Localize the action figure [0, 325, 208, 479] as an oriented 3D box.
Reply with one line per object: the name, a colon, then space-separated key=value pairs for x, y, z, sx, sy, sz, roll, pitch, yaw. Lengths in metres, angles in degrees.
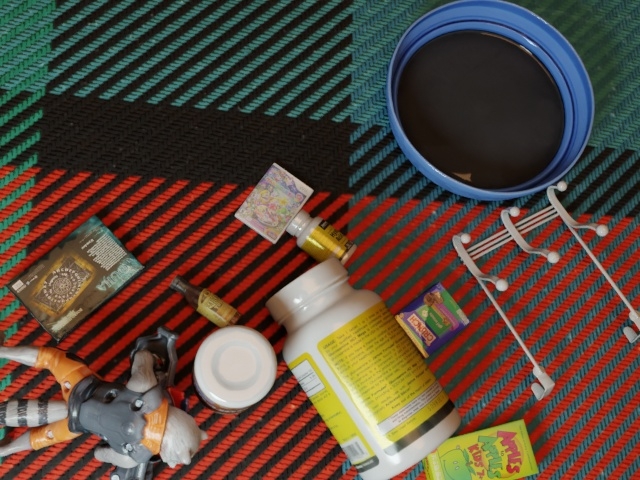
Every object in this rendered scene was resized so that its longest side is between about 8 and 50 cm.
action figure: x=-0.333 y=0.295 z=1.329 sx=0.330 sy=0.178 sz=0.341 roll=5 pitch=93 yaw=10

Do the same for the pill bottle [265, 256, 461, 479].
pill bottle: x=0.060 y=0.201 z=1.445 sx=0.188 sy=0.188 sz=0.334 roll=-32 pitch=83 yaw=-17

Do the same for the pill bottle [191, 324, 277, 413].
pill bottle: x=-0.138 y=0.206 z=1.393 sx=0.121 sy=0.216 sz=0.121 roll=2 pitch=75 yaw=-9

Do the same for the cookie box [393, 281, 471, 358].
cookie box: x=0.189 y=0.140 z=1.562 sx=0.107 sy=0.040 sz=0.092 roll=-36 pitch=85 yaw=-16

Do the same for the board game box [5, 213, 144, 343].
board game box: x=-0.401 y=0.062 z=1.483 sx=0.186 sy=0.026 sz=0.126 roll=-42 pitch=86 yaw=-18

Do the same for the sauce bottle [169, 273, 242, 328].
sauce bottle: x=-0.193 y=0.103 z=1.502 sx=0.128 sy=0.042 sz=0.042 roll=34 pitch=72 yaw=-2

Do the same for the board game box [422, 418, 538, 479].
board game box: x=0.265 y=0.367 z=1.514 sx=0.181 sy=0.043 sz=0.092 roll=-11 pitch=77 yaw=-13

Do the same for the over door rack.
over door rack: x=0.415 y=0.078 z=1.586 sx=0.239 sy=0.108 sz=0.324 roll=-26 pitch=81 yaw=-15

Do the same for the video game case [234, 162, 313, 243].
video game case: x=-0.081 y=-0.066 z=1.584 sx=0.087 sy=0.011 sz=0.122 roll=35 pitch=72 yaw=1

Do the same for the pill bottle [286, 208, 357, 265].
pill bottle: x=0.000 y=0.000 z=1.552 sx=0.116 sy=0.065 sz=0.065 roll=38 pitch=72 yaw=1

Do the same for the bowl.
bowl: x=0.307 y=-0.257 z=1.666 sx=0.391 sy=0.077 sz=0.391 roll=2 pitch=74 yaw=-8
